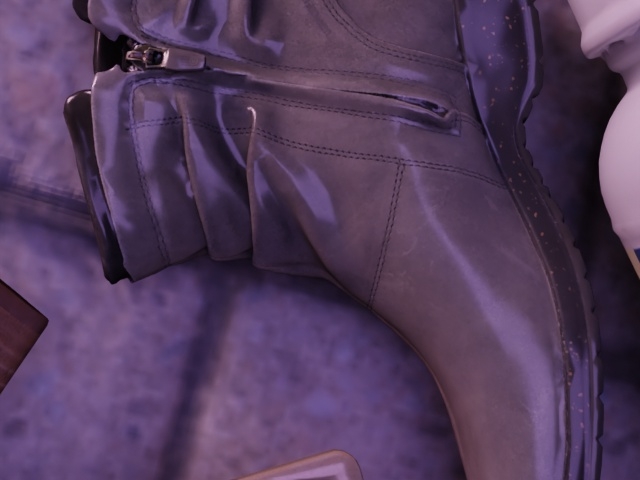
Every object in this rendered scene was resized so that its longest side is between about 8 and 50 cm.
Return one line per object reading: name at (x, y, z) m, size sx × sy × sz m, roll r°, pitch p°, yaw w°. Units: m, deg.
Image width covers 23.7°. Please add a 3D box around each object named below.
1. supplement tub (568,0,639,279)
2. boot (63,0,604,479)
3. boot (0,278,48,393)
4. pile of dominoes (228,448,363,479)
supplement tub at (0.233, 0.015, 0.481) m, size 0.235 × 0.235 × 0.325 m, roll -26°, pitch 89°, yaw -13°
boot at (0.000, 0.000, 0.522) m, size 0.161 × 0.083 × 0.247 m, roll -7°, pitch 79°, yaw -7°
boot at (-0.252, 0.028, 0.456) m, size 0.283 × 0.109 × 0.220 m, roll 41°, pitch 82°, yaw -12°
pile of dominoes at (-0.080, 0.186, 0.425) m, size 0.251 × 0.040 × 0.196 m, roll -15°, pitch 89°, yaw -12°
